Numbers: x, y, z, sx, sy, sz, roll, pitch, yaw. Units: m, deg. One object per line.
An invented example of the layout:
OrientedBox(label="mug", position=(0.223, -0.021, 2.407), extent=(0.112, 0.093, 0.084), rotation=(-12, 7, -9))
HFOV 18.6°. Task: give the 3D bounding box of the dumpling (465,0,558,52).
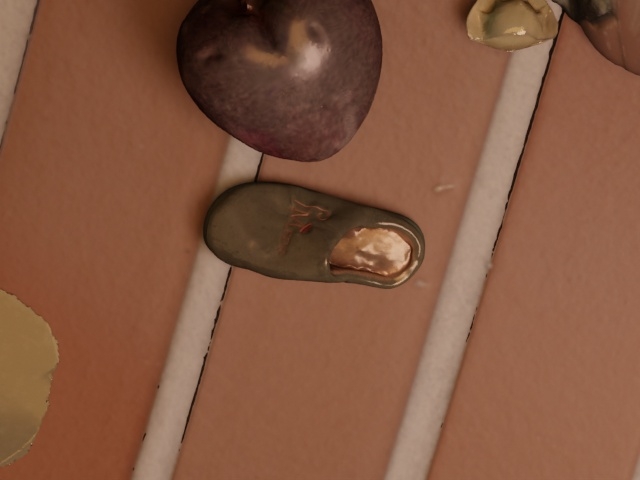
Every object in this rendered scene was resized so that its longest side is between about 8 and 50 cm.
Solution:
OrientedBox(label="dumpling", position=(0.164, -0.193, 1.676), extent=(0.077, 0.043, 0.059), rotation=(-7, 84, 10))

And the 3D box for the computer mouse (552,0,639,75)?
OrientedBox(label="computer mouse", position=(0.276, -0.325, 1.631), extent=(0.199, 0.115, 0.389), rotation=(-12, 102, -8))

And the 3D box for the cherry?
OrientedBox(label="cherry", position=(-0.027, -0.154, 1.611), extent=(0.176, 0.140, 0.176), rotation=(-8, 124, -12))

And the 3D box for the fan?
OrientedBox(label="fan", position=(-0.383, 0.105, 1.673), extent=(0.310, 0.010, 0.182), rotation=(11, 98, -12))

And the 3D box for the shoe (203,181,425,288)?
OrientedBox(label="shoe", position=(0.000, 0.000, 1.671), extent=(0.195, 0.078, 0.079), rotation=(10, 99, -13))
